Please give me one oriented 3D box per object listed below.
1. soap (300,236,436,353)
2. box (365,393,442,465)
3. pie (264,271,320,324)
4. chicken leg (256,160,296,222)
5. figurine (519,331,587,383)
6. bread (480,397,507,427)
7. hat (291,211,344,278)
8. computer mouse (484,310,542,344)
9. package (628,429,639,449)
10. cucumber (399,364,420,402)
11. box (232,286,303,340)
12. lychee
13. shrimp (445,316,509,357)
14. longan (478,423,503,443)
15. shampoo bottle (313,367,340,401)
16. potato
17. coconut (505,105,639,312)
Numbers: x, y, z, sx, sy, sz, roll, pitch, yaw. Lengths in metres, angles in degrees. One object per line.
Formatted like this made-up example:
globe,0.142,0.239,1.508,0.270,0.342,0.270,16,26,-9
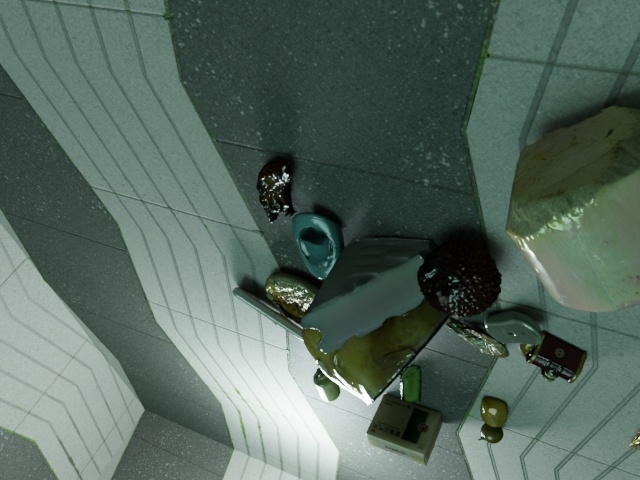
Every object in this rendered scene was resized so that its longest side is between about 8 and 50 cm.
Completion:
soap,0.139,0.135,1.488,0.258,0.302,0.159,3,134,32
box,0.286,0.643,2.141,0.212,0.168,0.095,13,144,26
pie,-0.057,0.189,1.929,0.274,0.055,0.274,21,151,13
chicken leg,-0.109,-0.126,1.550,0.105,0.063,0.234,16,143,13
figurine,0.556,0.294,1.536,0.154,0.098,0.082,24,150,6
bread,0.521,0.526,1.902,0.082,0.056,0.115,15,143,23
hat,0.000,0.000,1.621,0.138,0.078,0.190,1,117,29
computer mouse,0.470,0.211,1.532,0.089,0.056,0.182,50,154,-11
package,0.886,0.542,1.654,0.121,0.031,0.108,22,146,13
cucumber,0.283,0.473,2.023,0.046,0.070,0.220,45,157,39
box,-0.162,0.239,2.049,0.285,0.044,0.142,34,171,-1
lychee,0.315,0.087,1.396,0.188,0.188,0.188,21,145,15
shrimp,0.408,0.254,1.638,0.180,0.041,0.099,31,167,11
longan,0.534,0.609,1.981,0.075,0.083,0.075,59,175,9
shampoo bottle,0.018,0.509,2.262,0.079,0.079,0.162,11,141,28
potato,0.118,0.237,1.666,0.296,0.290,0.397,39,137,11
coconut,0.472,-0.032,1.026,0.297,0.297,0.309,-16,123,48
